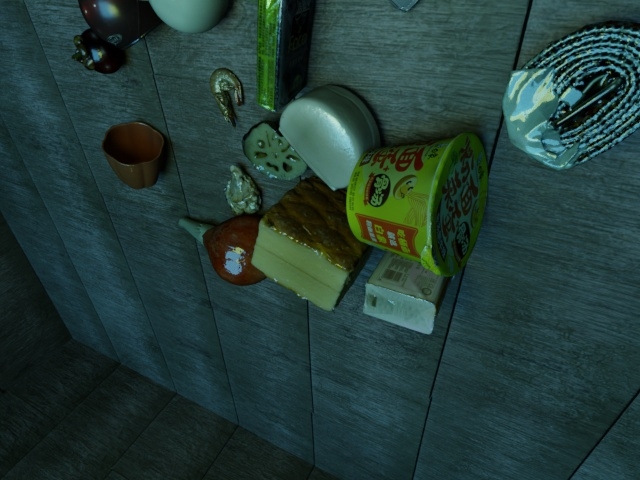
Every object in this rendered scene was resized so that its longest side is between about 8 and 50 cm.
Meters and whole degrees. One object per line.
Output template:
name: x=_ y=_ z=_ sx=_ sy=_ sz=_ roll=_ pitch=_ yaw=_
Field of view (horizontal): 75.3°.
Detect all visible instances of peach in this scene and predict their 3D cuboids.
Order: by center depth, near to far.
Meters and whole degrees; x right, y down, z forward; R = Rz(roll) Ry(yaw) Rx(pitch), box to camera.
peach: x=-0.265 y=0.023 z=1.351 sx=0.256 sy=0.232 sz=0.232 roll=20 pitch=134 yaw=-5

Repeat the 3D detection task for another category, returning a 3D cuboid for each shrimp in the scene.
shrimp: x=-0.251 y=-0.398 z=1.160 sx=0.095 sy=0.045 sz=0.163 roll=-12 pitch=112 yaw=15

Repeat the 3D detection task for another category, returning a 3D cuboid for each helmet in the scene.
helmet: x=-0.519 y=-0.611 z=1.076 sx=0.189 sy=0.193 sz=0.216 roll=-3 pitch=92 yaw=36

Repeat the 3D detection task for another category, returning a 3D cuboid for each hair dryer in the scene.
hair dryer: x=-0.442 y=-0.006 z=1.566 sx=0.219 sy=0.088 sz=0.225 roll=38 pitch=150 yaw=12

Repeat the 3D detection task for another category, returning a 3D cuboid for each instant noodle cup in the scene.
instant noodle cup: x=0.211 y=-0.086 z=0.926 sx=0.221 sy=0.311 sz=0.311 roll=11 pitch=129 yaw=39

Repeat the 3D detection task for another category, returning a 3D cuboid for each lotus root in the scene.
lotus root: x=-0.115 y=-0.259 z=1.145 sx=0.203 sy=0.078 sz=0.183 roll=-15 pitch=128 yaw=47

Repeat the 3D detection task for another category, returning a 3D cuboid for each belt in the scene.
belt: x=0.450 y=-0.256 z=0.729 sx=0.207 sy=0.150 sz=0.257 roll=53 pitch=133 yaw=0

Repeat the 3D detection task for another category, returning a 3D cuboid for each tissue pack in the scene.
tissue pack: x=-0.078 y=-0.431 z=0.920 sx=0.073 sy=0.173 sz=0.236 roll=20 pitch=131 yaw=11
tissue pack: x=0.240 y=0.109 z=1.088 sx=0.184 sy=0.225 sz=0.124 roll=17 pitch=131 yaw=22

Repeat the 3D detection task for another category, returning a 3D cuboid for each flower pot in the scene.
flower pot: x=-0.620 y=-0.270 z=1.398 sx=0.190 sy=0.191 sz=0.173 roll=34 pitch=145 yaw=7

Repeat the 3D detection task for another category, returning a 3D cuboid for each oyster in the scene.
oyster: x=-0.262 y=-0.150 z=1.322 sx=0.163 sy=0.081 sz=0.191 roll=5 pitch=122 yaw=35

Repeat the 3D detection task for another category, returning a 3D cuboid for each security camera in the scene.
security camera: x=-0.326 y=-0.593 z=0.950 sx=0.236 sy=0.195 sz=0.194 roll=37 pitch=135 yaw=-5

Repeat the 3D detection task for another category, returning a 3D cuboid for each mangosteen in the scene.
mangosteen: x=-0.665 y=-0.557 z=1.229 sx=0.140 sy=0.140 sz=0.140 roll=17 pitch=131 yaw=21

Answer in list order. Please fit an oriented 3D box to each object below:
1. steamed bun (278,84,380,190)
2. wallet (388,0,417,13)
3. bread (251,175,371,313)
steamed bun: x=0.036 y=-0.257 z=0.995 sx=0.242 sy=0.146 sz=0.164 roll=48 pitch=138 yaw=-5
wallet: x=0.185 y=-0.546 z=0.736 sx=0.170 sy=0.069 sz=0.231 roll=34 pitch=141 yaw=-19
bread: x=0.000 y=0.000 z=1.124 sx=0.279 sy=0.279 sz=0.207 roll=26 pitch=134 yaw=10
